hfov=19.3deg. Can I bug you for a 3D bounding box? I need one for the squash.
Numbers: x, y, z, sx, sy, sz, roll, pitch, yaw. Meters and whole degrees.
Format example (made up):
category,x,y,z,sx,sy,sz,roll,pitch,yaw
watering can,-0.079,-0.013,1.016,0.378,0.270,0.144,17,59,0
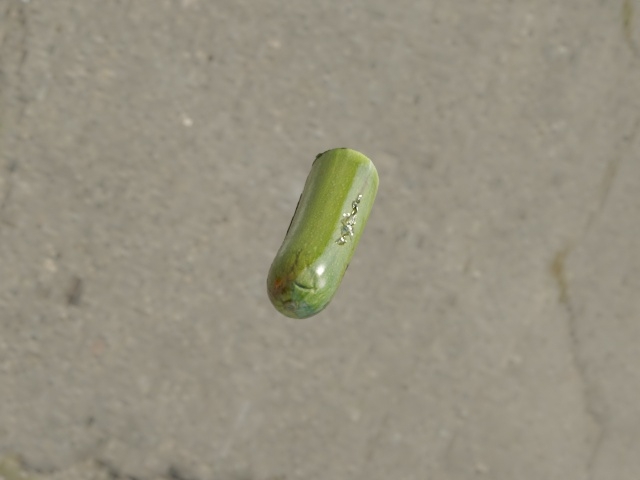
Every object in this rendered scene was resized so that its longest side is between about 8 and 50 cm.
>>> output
category,x,y,z,sx,sy,sz,roll,pitch,yaw
squash,0.000,0.000,0.679,0.083,0.027,0.027,-68,161,-50
